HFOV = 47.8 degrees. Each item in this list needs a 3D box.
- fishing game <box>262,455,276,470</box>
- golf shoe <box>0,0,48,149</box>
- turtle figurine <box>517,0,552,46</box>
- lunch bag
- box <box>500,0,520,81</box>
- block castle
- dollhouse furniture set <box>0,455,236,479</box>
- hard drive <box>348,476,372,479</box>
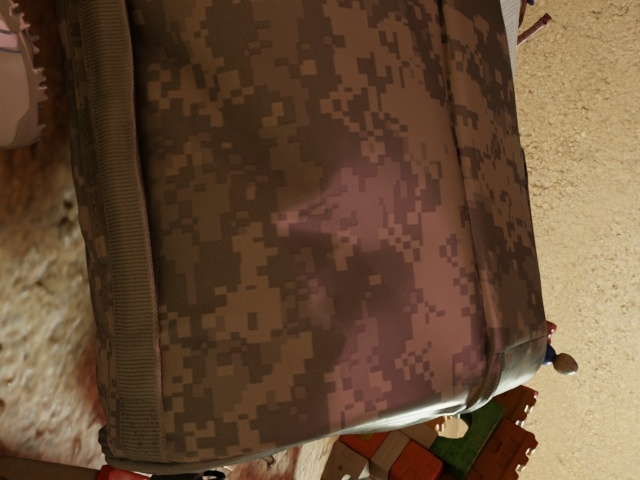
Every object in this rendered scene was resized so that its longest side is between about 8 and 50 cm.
[{"bbox_3d":[-0.032,0.096,0.762,0.189,0.041,0.264,68,33,-56],"label":"fishing game"},{"bbox_3d":[-0.166,-0.100,0.266,0.086,0.069,0.176,-42,139,-32],"label":"golf shoe"},{"bbox_3d":[0.196,-0.353,1.130,0.266,0.274,0.198,107,-20,-60],"label":"turtle figurine"},{"bbox_3d":[-0.020,-0.037,0.414,0.256,0.212,0.305,-2,85,-56],"label":"lunch bag"},{"bbox_3d":[0.045,-0.253,0.534,0.058,0.232,0.322,-35,142,-23],"label":"box"},{"bbox_3d":[0.180,0.319,1.040,0.453,0.212,0.303,-47,150,-27],"label":"block castle"},{"bbox_3d":[-0.099,0.217,0.473,0.259,0.135,0.262,61,42,-62],"label":"dollhouse furniture set"},{"bbox_3d":[0.058,0.508,1.210,0.172,0.054,0.255,67,37,-58],"label":"hard drive"}]
